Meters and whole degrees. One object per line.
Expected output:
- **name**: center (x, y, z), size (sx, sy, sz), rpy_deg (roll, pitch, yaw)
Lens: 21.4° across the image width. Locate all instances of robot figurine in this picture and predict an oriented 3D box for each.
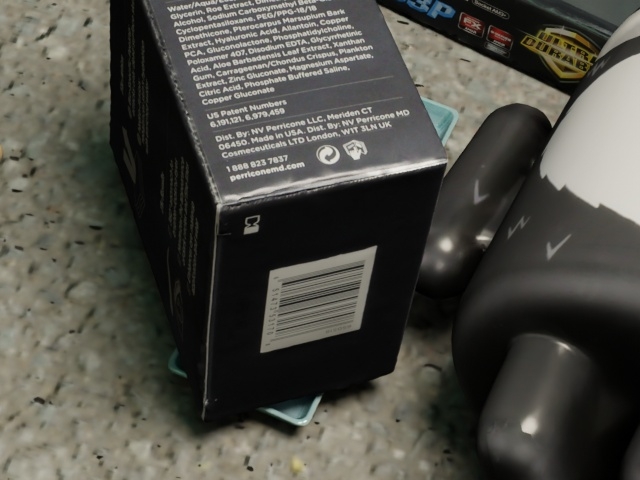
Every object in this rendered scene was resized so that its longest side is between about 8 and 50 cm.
- **robot figurine**: center (0.159, 0.010, 0.696), size (0.209, 0.173, 0.278), rpy_deg (36, 58, -5)

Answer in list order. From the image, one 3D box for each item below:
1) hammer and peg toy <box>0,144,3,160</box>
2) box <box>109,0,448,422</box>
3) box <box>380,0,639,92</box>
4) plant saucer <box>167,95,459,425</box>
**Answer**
- **hammer and peg toy**: center (-0.303, 0.010, 0.671), size (0.361, 0.127, 0.266), rpy_deg (35, 57, 16)
- **box**: center (-0.026, -0.038, 0.697), size (0.093, 0.156, 0.158), rpy_deg (-13, 58, -15)
- **box**: center (0.101, -0.182, 0.895), size (0.220, 0.051, 0.175), rpy_deg (27, 57, 12)
- **plant saucer**: center (0.000, 0.000, 0.780), size (0.067, 0.018, 0.192), rpy_deg (22, 57, 8)
